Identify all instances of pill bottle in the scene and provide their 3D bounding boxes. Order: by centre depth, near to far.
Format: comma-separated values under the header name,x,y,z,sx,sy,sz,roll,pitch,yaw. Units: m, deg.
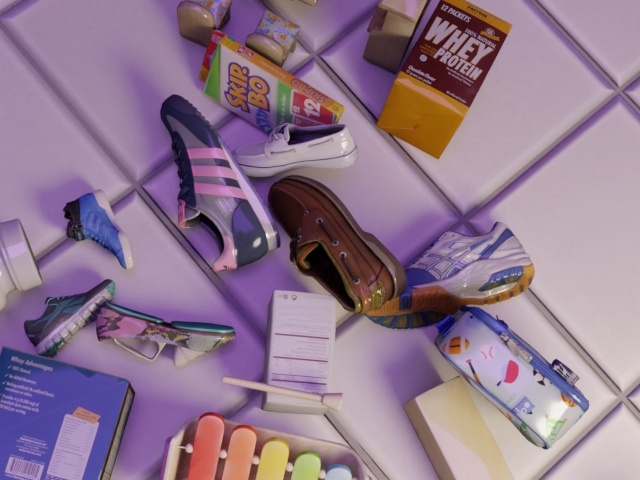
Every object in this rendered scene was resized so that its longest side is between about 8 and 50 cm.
name,x,y,z,sx,sy,sz,roll,pitch,yaw
pill bottle,-0.580,0.062,1.621,0.272,0.152,0.152,-21,77,-12

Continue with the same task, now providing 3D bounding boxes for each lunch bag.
name,x,y,z,sx,sy,sz,roll,pitch,yaw
lunch bag,0.278,0.194,1.598,0.243,0.303,0.115,42,89,5

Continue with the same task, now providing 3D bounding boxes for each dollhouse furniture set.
name,x,y,z,sx,sy,sz,roll,pitch,yaw
dollhouse furniture set,-0.002,-0.472,1.777,0.394,0.256,0.362,25,77,1

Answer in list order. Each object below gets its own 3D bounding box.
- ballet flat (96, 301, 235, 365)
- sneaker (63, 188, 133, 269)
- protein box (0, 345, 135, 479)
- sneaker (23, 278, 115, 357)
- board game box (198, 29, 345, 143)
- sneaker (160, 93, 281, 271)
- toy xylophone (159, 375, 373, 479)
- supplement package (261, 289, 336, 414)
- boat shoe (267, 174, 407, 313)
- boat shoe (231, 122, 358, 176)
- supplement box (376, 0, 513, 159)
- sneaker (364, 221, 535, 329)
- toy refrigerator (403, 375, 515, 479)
name,x,y,z,sx,sy,sz,roll,pitch,yaw
ballet flat,-0.249,0.156,1.673,0.221,0.077,0.079,12,91,-8
sneaker,-0.368,-0.007,1.712,0.084,0.058,0.152,-23,73,-18
protein box,-0.406,0.290,1.579,0.200,0.136,0.201,15,72,-1
sneaker,-0.404,0.110,1.675,0.166,0.065,0.076,-42,77,-18
board game box,-0.093,-0.246,1.783,0.259,0.124,0.039,34,49,5
sneaker,-0.199,-0.094,1.732,0.131,0.112,0.319,-31,78,-17
toy xylophone,-0.081,0.330,1.584,0.322,0.081,0.236,5,114,0
supplement package,-0.035,0.181,1.671,0.105,0.105,0.179,6,73,-7
boat shoe,0.000,0.000,1.675,0.104,0.111,0.307,-28,49,-29
boat shoe,-0.050,-0.163,1.751,0.226,0.076,0.083,-5,38,14
supplement box,0.208,-0.279,1.791,0.129,0.191,0.194,28,72,2
sneaker,0.201,0.055,1.751,0.296,0.112,0.131,-13,58,-12
toy refrigerator,0.239,0.356,1.651,0.094,0.102,0.269,-24,77,-13
